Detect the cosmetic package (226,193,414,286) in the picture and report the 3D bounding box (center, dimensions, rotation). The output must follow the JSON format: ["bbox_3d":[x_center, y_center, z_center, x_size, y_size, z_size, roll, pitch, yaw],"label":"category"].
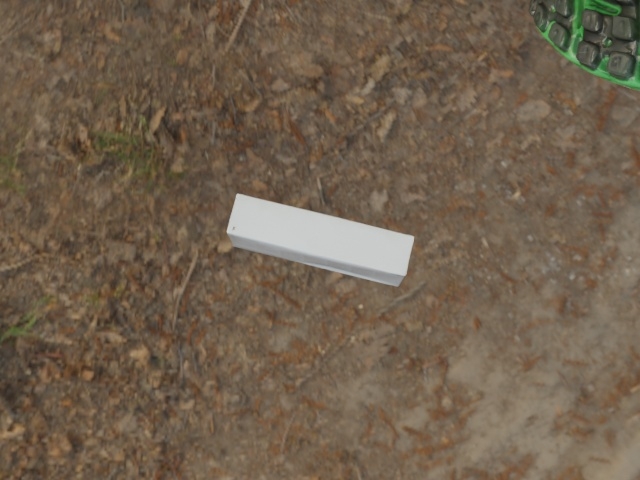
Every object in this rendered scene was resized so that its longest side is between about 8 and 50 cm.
[{"bbox_3d":[0.000,0.000,1.191,0.238,0.099,0.061,14,81,2],"label":"cosmetic package"}]

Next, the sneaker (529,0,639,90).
[{"bbox_3d":[0.266,-0.098,0.444,0.146,0.343,0.134,29,85,-57],"label":"sneaker"}]
